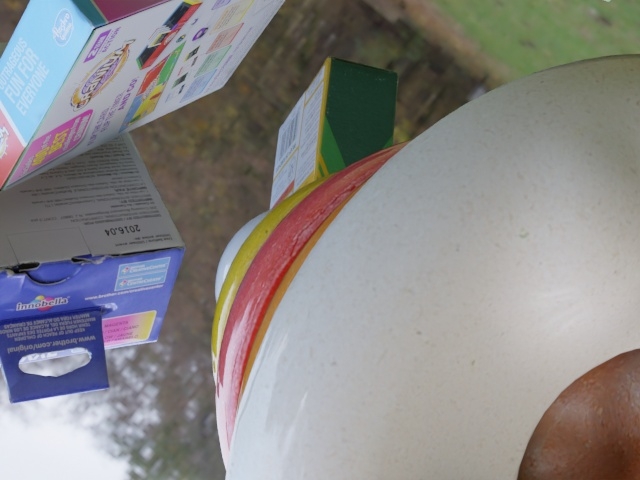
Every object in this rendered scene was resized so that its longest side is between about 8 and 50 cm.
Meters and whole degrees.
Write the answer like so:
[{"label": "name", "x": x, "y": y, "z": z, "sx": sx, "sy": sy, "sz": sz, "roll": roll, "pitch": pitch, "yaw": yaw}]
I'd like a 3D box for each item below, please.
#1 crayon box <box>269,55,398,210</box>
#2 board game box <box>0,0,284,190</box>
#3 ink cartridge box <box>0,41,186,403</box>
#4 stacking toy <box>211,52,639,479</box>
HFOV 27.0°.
[{"label": "crayon box", "x": 0.000, "y": 0.000, "z": 1.392, "sx": 0.083, "sy": 0.323, "sz": 0.203, "roll": 12, "pitch": 160, "yaw": -13}, {"label": "board game box", "x": -0.159, "y": -0.187, "z": 1.231, "sx": 0.064, "sy": 0.242, "sz": 0.316, "roll": 50, "pitch": -136, "yaw": 7}, {"label": "ink cartridge box", "x": -0.312, "y": -0.022, "z": 1.322, "sx": 0.270, "sy": 0.151, "sz": 0.395, "roll": -7, "pitch": -134, "yaw": -29}, {"label": "stacking toy", "x": 0.045, "y": 0.059, "z": 0.738, "sx": 0.350, "sy": 0.351, "sz": 0.480, "roll": 35, "pitch": 176, "yaw": -27}]
